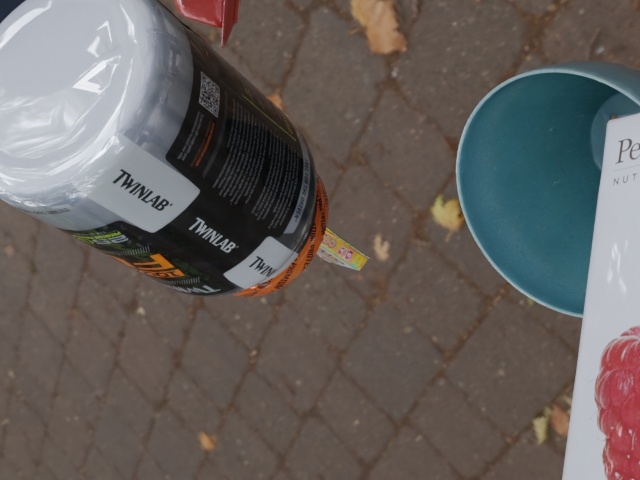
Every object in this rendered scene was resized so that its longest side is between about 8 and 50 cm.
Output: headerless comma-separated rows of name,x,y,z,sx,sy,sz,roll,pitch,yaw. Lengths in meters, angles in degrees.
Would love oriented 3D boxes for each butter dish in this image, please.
butter dish,-0.153,-0.351,1.392,0.118,0.160,0.160,8,138,-4

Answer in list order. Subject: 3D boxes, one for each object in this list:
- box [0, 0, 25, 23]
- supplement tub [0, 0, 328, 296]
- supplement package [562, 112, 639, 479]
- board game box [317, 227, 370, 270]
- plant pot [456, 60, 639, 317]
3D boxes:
box,-0.412,-0.338,1.019,0.343,0.179,0.312,28,179,-44
supplement tub,-0.137,-0.072,1.004,0.207,0.207,0.338,26,174,34
supplement package,0.210,0.099,0.410,0.177,0.175,0.292,-12,63,56
board game box,0.000,0.000,1.934,0.124,0.039,0.259,35,172,-13
plant pot,0.330,-0.081,1.268,0.290,0.195,0.290,21,125,33
